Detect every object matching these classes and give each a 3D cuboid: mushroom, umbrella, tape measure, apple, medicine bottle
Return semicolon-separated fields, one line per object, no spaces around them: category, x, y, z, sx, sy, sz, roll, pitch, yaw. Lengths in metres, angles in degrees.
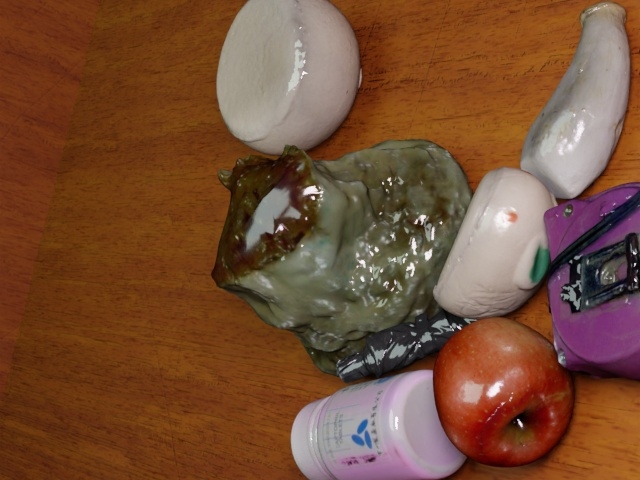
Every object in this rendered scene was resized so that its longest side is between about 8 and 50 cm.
mushroom;0.347;-0.185;1.880;0.118;0.103;0.270;14;79;60
umbrella;0.127;0.145;2.013;0.235;0.059;0.066;-24;43;17
tape measure;0.359;0.050;1.694;0.245;0.149;0.232;-28;52;48
apple;0.222;0.187;1.809;0.181;0.181;0.168;-62;37;18
medicine bottle;0.080;0.267;2.017;0.254;0.152;0.152;-18;61;51

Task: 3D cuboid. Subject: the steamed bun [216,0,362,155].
steamed bun;-0.037;-0.275;2.418;0.283;0.177;0.283;-19;66;52

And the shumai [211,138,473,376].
shumai;0.000;0.000;2.106;0.397;0.323;0.324;-43;45;38

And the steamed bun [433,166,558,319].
steamed bun;0.238;0.011;1.887;0.228;0.130;0.177;111;-174;-47
